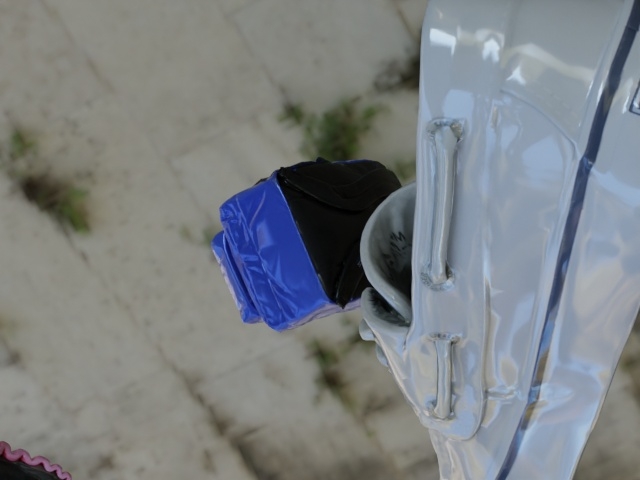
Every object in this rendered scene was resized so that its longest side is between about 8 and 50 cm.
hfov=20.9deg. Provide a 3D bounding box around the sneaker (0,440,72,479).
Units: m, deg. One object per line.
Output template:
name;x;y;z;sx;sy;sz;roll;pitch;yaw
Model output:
sneaker;-0.205;0.154;1.088;0.119;0.047;0.057;31;-121;-25

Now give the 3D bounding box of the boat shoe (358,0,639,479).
boat shoe;0.054;0.010;0.533;0.258;0.084;0.095;97;-168;-53

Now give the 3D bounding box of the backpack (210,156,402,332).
backpack;0.000;0.000;1.083;0.120;0.101;0.098;-15;-96;-47
